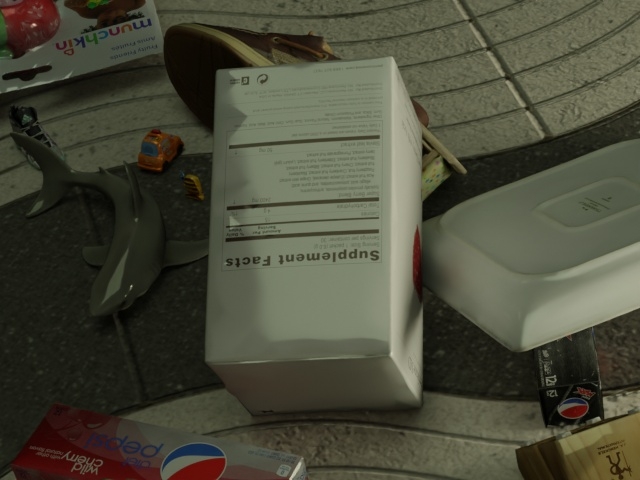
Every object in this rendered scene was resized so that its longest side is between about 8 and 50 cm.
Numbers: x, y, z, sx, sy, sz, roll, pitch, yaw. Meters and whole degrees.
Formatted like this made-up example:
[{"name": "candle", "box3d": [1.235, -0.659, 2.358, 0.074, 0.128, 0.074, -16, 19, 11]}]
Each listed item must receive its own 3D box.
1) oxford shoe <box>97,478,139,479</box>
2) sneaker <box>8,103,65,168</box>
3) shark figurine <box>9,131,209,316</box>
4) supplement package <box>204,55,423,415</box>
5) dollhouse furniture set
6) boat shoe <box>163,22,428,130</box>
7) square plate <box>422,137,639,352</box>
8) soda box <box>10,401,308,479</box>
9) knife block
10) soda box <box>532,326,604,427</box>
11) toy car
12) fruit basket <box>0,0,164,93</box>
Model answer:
[{"name": "oxford shoe", "box3d": [-0.252, 0.327, 1.541, 0.130, 0.123, 0.348, 27, 75, 4]}, {"name": "sneaker", "box3d": [-0.333, -0.126, 2.272, 0.038, 0.069, 0.098, -34, 43, -23]}, {"name": "shark figurine", "box3d": [-0.220, -0.046, 2.113, 0.166, 0.116, 0.278, -23, 41, -14]}, {"name": "supplement package", "box3d": [0.000, 0.000, 1.852, 0.175, 0.177, 0.293, -3, 69, 11]}, {"name": "dollhouse furniture set", "box3d": [0.062, -0.030, 2.041, 0.182, 0.161, 0.101, -44, 70, 2]}, {"name": "boat shoe", "box3d": [-0.029, -0.172, 2.220, 0.342, 0.123, 0.123, 22, 36, 36]}, {"name": "square plate", "box3d": [0.268, -0.017, 1.903, 0.344, 0.049, 0.347, -21, 20, -12]}, {"name": "soda box", "box3d": [-0.140, 0.226, 1.769, 0.263, 0.092, 0.083, 9, 44, 25]}, {"name": "knife block", "box3d": [0.259, 0.266, 1.634, 0.088, 0.242, 0.275, -17, -6, -7]}, {"name": "soda box", "box3d": [0.228, 0.098, 1.855, 0.060, 0.053, 0.169, -8, 39, 7]}, {"name": "toy car", "box3d": [-0.158, -0.093, 2.207, 0.060, 0.040, 0.122, -36, 44, -27]}, {"name": "fruit basket", "box3d": [-0.379, -0.313, 2.444, 0.327, 0.165, 0.353, -15, 42, -2]}]
